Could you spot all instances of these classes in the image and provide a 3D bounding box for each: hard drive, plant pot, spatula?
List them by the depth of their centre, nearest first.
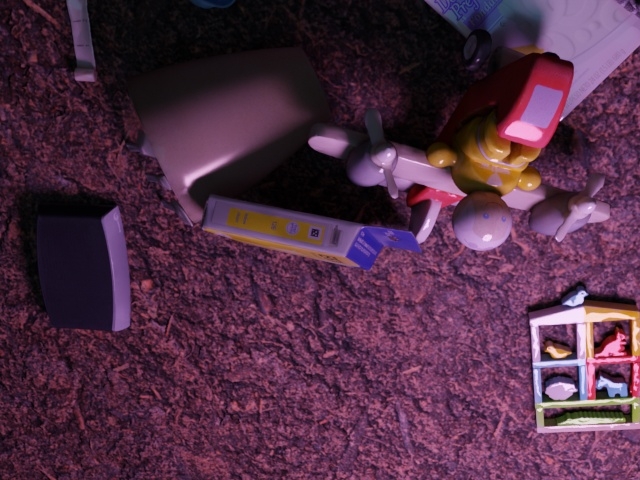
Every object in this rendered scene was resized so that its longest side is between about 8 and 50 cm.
[{"bbox_3d":[-0.130,-0.198,1.405,0.274,0.256,0.256,-24,108,-1],"label":"plant pot"},{"bbox_3d":[-0.275,-0.109,1.464,0.019,0.242,0.168,-33,106,-12],"label":"spatula"},{"bbox_3d":[-0.451,0.056,1.641,0.172,0.054,0.254,3,113,6],"label":"hard drive"}]

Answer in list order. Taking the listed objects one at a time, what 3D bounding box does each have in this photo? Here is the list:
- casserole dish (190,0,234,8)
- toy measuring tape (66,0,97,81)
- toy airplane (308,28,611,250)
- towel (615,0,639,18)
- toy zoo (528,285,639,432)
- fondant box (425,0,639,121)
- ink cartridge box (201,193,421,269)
[{"bbox_3d":[-0.160,-0.464,1.390,0.114,0.037,0.188,24,115,-3],"label":"casserole dish"},{"bbox_3d":[-0.413,-0.412,1.406,0.122,0.121,0.329,3,113,7],"label":"toy measuring tape"},{"bbox_3d":[0.220,-0.093,1.318,0.386,0.272,0.384,-13,143,20],"label":"toy airplane"},{"bbox_3d":[0.540,-0.359,1.217,0.235,0.283,0.121,50,148,-14],"label":"towel"},{"bbox_3d":[0.484,0.220,1.593,0.193,0.030,0.293,-4,112,10],"label":"toy zoo"},{"bbox_3d":[0.329,-0.379,1.327,0.330,0.096,0.238,40,112,-8],"label":"fondant box"},{"bbox_3d":[0.000,0.000,1.406,0.308,0.303,0.072,14,86,11],"label":"ink cartridge box"}]
